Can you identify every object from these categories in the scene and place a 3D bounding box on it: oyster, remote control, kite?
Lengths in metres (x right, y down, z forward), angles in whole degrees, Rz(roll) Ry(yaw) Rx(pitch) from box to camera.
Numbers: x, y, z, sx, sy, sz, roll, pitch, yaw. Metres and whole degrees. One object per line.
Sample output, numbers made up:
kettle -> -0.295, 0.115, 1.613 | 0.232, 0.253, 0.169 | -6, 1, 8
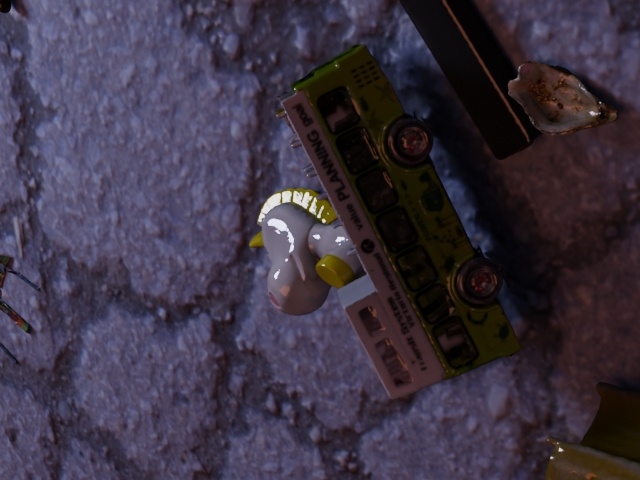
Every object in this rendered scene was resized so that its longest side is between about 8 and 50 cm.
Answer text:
oyster -> 0.199, -0.113, 1.141 | 0.093, 0.034, 0.051 | 42, 116, 18
remote control -> 0.109, -0.182, 1.183 | 0.063, 0.025, 0.245 | -31, 93, 50
kite -> -0.437, 0.070, 1.810 | 0.160, 0.010, 0.183 | 40, 134, 14

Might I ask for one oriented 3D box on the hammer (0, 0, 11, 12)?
hammer -> -0.322, -0.314, 1.474 | 0.065, 0.021, 0.178 | 54, 136, 2

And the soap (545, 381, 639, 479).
soap -> 0.364, 0.305, 1.168 | 0.335, 0.156, 0.293 | 14, 119, 33

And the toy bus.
toy bus -> 0.059, -0.016, 1.222 | 0.301, 0.139, 0.113 | 63, 180, -8

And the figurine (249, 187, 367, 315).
figurine -> -0.002, 0.008, 1.357 | 0.178, 0.109, 0.129 | -8, 83, 43
